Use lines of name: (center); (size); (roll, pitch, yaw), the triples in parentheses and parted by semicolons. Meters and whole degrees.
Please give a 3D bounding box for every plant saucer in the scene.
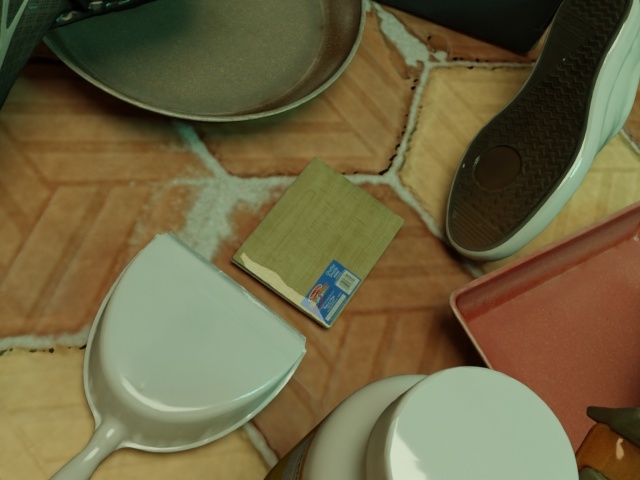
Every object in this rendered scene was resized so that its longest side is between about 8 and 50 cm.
plant saucer: (0.261, 0.115, 0.725); (0.258, 0.047, 0.259); (-23, 73, -26)
plant saucer: (-0.113, -0.226, 0.781); (0.311, 0.050, 0.310); (7, 61, -14)

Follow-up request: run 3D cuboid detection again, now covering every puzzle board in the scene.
puzzle board: (0.000, 0.000, 0.723); (0.096, 0.011, 0.128); (36, 59, 1)

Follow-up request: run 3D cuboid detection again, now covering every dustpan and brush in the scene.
dustpan and brush: (-0.126, 0.110, 0.607); (0.147, 0.060, 0.211); (38, 52, 5)

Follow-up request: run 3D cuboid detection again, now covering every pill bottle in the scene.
pill bottle: (0.045, 0.160, 0.516); (0.136, 0.245, 0.136); (7, 62, -14)

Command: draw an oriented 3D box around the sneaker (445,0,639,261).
sneaker: (0.220, -0.087, 0.789); (0.106, 0.123, 0.290); (24, 74, 38)

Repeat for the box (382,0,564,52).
box: (0.192, -0.445, 0.849); (0.212, 0.293, 0.395); (17, 59, -8)

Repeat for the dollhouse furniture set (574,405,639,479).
dollhouse furniture set: (0.208, 0.276, 0.568); (0.259, 0.135, 0.262); (34, 82, 2)

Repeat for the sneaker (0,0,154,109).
sneaker: (-0.158, -0.256, 0.650); (0.202, 0.185, 0.482); (25, 60, 0)
